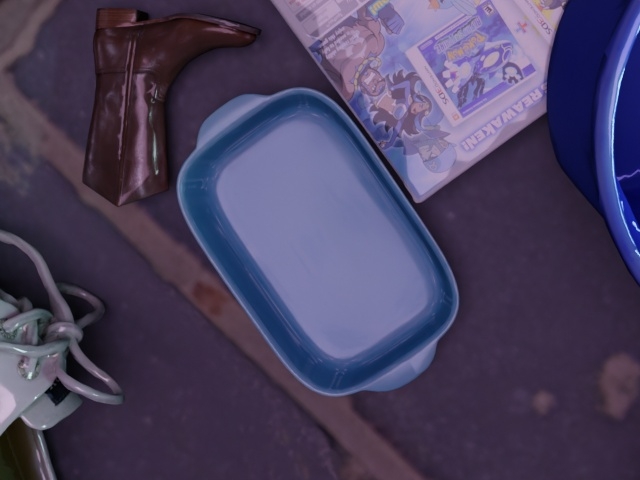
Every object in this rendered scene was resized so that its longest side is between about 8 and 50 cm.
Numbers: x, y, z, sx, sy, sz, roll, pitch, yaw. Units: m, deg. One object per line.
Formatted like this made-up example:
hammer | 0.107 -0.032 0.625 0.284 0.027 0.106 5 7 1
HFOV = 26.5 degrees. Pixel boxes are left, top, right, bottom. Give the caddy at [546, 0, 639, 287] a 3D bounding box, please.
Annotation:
caddy | 0.256 -0.104 0.627 0.241 0.179 0.341 24 100 -13

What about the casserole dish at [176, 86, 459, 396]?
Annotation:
casserole dish | 0.000 0.000 0.781 0.114 0.037 0.188 -35 91 11

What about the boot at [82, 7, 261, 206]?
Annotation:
boot | -0.087 -0.074 0.785 0.106 0.037 0.114 6 94 22

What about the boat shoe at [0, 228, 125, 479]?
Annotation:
boat shoe | -0.184 0.079 0.770 0.156 0.136 0.367 -7 98 10

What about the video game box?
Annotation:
video game box | 0.083 -0.154 0.744 0.205 0.048 0.187 -36 88 11
